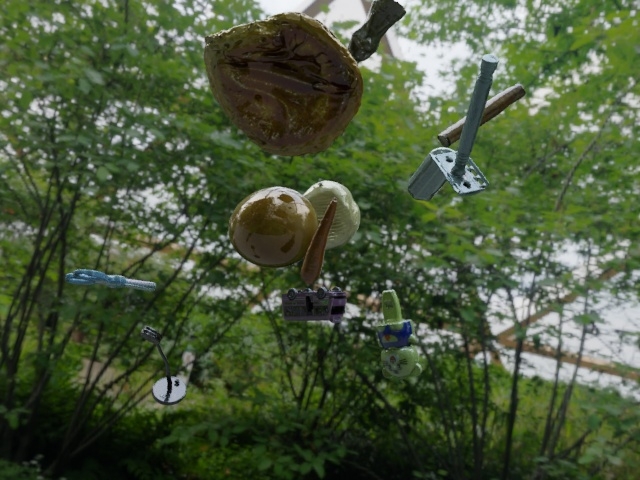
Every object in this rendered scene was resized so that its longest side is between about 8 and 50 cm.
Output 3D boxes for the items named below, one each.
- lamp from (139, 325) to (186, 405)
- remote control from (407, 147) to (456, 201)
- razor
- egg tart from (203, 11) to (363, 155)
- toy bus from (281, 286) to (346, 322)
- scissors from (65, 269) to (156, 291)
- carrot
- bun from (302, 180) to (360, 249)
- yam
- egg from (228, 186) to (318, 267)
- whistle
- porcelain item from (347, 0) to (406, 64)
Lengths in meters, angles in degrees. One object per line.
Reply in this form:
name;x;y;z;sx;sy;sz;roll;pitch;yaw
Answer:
lamp;-0.502;0.408;1.905;0.130;0.108;0.371;24;-33;12
remote control;0.365;-0.210;1.981;0.104;0.052;0.247;21;-35;-7
razor;0.242;-0.191;0.982;0.068;0.106;0.232;-13;-41;-14
egg tart;-0.073;-0.355;1.384;0.351;0.153;0.339;-15;-64;25
toy bus;-0.017;0.179;1.680;0.178;0.098;0.087;-6;-8;36
scissors;-0.588;0.117;1.740;0.256;0.030;0.125;13;-22;-42
carrot;0.000;0.000;1.417;0.048;0.216;0.048;17;12;-4
bun;0.023;-0.088;2.219;0.259;0.259;0.160;13;7;5
yam;0.413;-0.320;1.554;0.046;0.264;0.046;54;-10;15
egg;-0.151;-0.038;1.886;0.322;0.250;0.250;-9;-24;44
whistle;0.184;0.234;1.483;0.105;0.227;0.085;-12;-5;32
porcelain item;0.118;-0.506;1.520;0.081;0.216;0.069;27;16;-33
